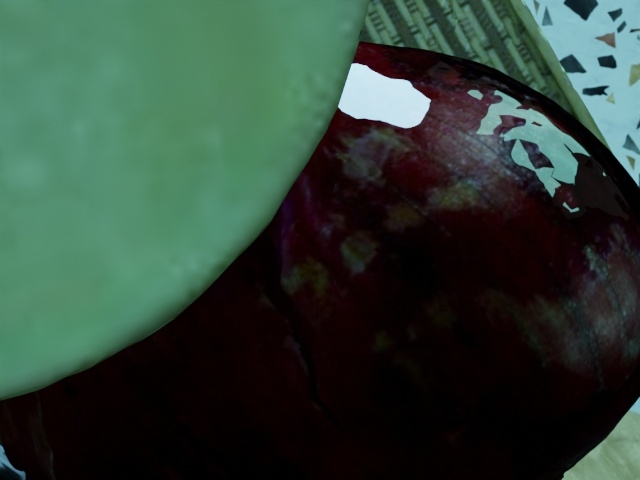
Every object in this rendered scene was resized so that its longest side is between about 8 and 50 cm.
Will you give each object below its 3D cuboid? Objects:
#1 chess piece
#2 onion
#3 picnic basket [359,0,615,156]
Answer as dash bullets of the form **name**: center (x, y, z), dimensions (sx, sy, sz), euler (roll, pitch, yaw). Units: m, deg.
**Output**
- **chess piece**: center (-0.195, -0.111, 0.447), dimensions (0.234, 0.234, 0.442), euler (43, -12, -34)
- **onion**: center (-0.002, 0.025, 0.547), dimensions (0.280, 0.221, 0.281), euler (19, -52, 25)
- **picnic basket**: center (0.000, 0.000, 0.777), dimensions (0.228, 0.312, 0.175), euler (60, 2, -2)
